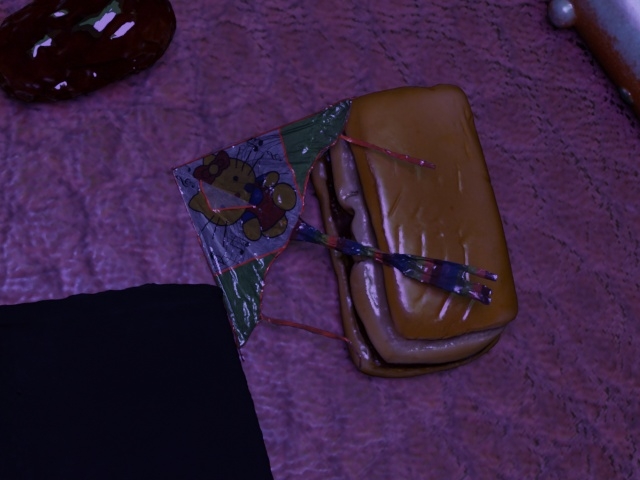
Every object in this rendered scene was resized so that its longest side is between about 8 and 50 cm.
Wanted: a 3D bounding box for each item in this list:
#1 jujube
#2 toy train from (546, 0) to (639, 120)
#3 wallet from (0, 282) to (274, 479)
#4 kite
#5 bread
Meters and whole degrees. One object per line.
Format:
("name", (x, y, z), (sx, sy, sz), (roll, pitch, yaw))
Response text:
("jujube", (-0.161, -0.138, 0.882), (0.129, 0.077, 0.077), (-28, 86, -11))
("toy train", (0.245, -0.214, 0.975), (0.177, 0.116, 0.285), (-34, 88, -5))
("wallet", (-0.196, 0.125, 0.774), (0.322, 0.041, 0.247), (-6, 42, -13))
("kite", (0.000, 0.000, 0.874), (0.244, 0.006, 0.198), (23, 98, 18))
("bread", (0.066, -0.008, 0.909), (0.116, 0.077, 0.200), (-9, 81, -22))
